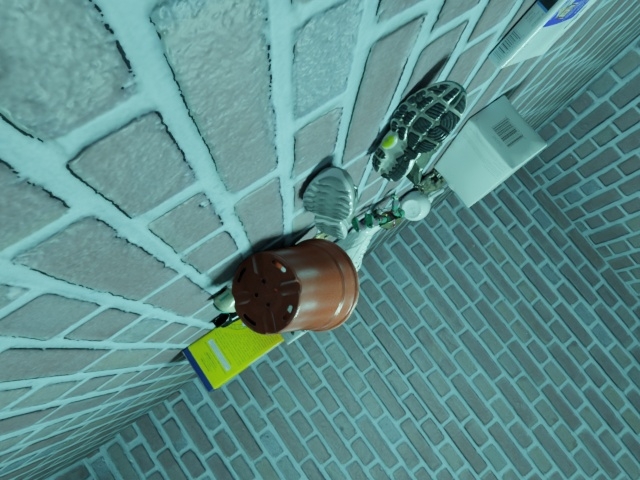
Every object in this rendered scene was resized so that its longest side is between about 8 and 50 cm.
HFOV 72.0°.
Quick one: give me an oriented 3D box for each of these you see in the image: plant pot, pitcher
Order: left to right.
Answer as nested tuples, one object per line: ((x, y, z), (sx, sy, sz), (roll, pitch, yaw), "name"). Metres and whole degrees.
((-0.074, 0.126, 1.162), (0.272, 0.272, 0.265), (-40, 162, 21), "plant pot")
((0.438, -0.170, 1.894), (0.178, 0.125, 0.207), (-31, -178, 30), "pitcher")

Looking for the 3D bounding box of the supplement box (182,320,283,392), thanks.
((-0.337, 0.421, 1.781), (0.357, 0.195, 0.194), (-34, 171, -14), "supplement box")

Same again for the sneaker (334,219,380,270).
((0.141, 0.033, 1.743), (0.305, 0.152, 0.114), (-39, 168, 6), "sneaker")

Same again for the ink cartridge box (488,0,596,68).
((0.466, -0.447, 0.876), (0.208, 0.045, 0.206), (-27, 167, -36), "ink cartridge box")

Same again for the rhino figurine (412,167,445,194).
((0.443, -0.233, 1.775), (0.106, 0.073, 0.243), (-46, 166, 32), "rhino figurine")

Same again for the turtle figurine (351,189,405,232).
((0.234, -0.095, 1.592), (0.234, 0.118, 0.175), (-23, 165, -35), "turtle figurine")

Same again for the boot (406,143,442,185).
((0.284, -0.236, 1.176), (0.161, 0.083, 0.246), (-44, 171, 8), "boot")

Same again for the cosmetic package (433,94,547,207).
((0.560, -0.285, 1.512), (0.156, 0.217, 0.385), (-35, 172, -8), "cosmetic package")

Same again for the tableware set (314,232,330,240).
((0.000, 0.000, 1.472), (0.141, 0.020, 0.169), (-25, 167, -43), "tableware set")

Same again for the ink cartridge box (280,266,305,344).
((-0.086, 0.218, 1.598), (0.129, 0.223, 0.307), (-29, 168, -35), "ink cartridge box")

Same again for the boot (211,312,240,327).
((-0.323, 0.270, 1.561), (0.121, 0.045, 0.099), (-35, 167, -7), "boot")

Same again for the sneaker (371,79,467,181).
((0.192, -0.229, 0.886), (0.110, 0.107, 0.275), (-54, -175, -29), "sneaker")

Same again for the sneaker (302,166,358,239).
((0.030, -0.100, 0.954), (0.281, 0.105, 0.115), (90, 20, -74), "sneaker")

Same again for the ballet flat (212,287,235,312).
((-0.231, 0.169, 1.307), (0.086, 0.086, 0.248), (-38, 170, 6), "ballet flat")
